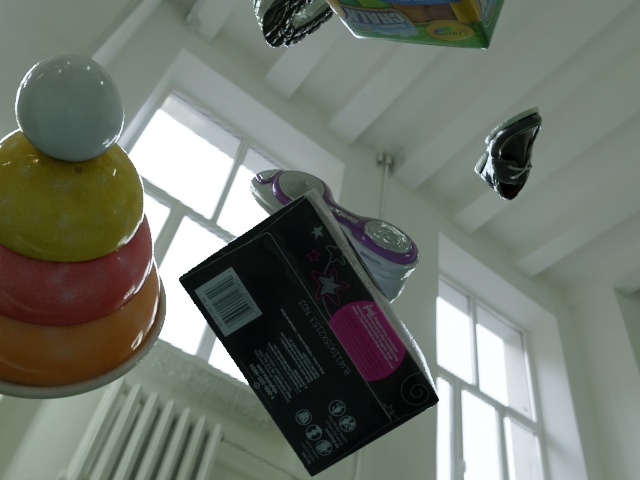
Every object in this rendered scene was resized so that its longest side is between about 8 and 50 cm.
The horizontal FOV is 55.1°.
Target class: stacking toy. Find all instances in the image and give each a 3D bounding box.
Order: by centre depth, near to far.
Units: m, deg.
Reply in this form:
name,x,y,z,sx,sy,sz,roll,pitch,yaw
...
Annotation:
name,x,y,z,sx,sy,sz,roll,pitch,yaw
stacking toy,-0.354,-0.045,0.833,0.350,0.351,0.480,19,-49,-7

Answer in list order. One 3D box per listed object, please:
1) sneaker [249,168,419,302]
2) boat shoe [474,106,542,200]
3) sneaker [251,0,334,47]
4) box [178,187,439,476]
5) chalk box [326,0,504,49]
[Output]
name,x,y,z,sx,sy,sz,roll,pitch,yaw
sneaker,0.000,0.000,0.955,0.305,0.114,0.152,35,-47,22
boat shoe,0.293,-0.127,0.920,0.084,0.079,0.233,-26,-17,-2
sneaker,0.029,-0.473,0.896,0.182,0.410,0.158,49,-13,6
box,-0.009,0.090,0.671,0.163,0.142,0.247,-33,-86,7
chalk box,0.104,-0.326,0.654,0.180,0.179,0.289,16,-7,34
